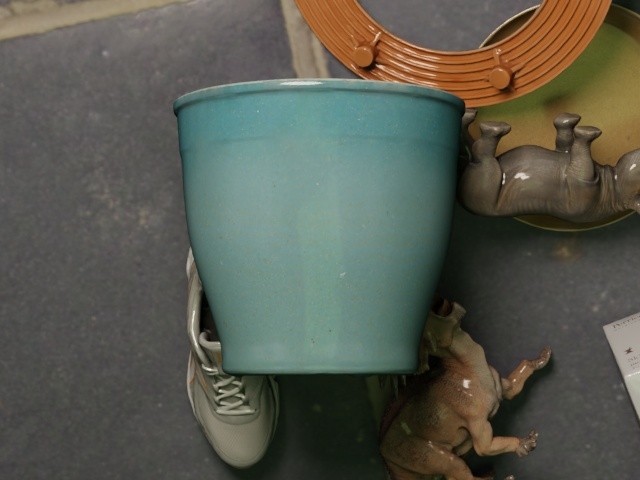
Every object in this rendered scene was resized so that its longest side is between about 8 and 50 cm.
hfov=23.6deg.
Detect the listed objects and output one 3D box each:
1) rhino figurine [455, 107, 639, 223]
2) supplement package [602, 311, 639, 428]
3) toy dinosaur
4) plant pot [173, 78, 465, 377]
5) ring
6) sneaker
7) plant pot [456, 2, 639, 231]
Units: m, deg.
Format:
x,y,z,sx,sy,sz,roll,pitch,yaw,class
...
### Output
x,y,z,sx,sy,sz,roll,pitch,yaw,class
0.243,-0.067,1.501,0.243,0.073,0.106,4,113,-2,rhino figurine
0.450,0.151,1.553,0.262,0.145,0.204,-22,105,7,supplement package
0.114,0.177,1.584,0.200,0.127,0.295,20,110,-5,toy dinosaur
0.000,0.000,1.420,0.272,0.271,0.255,0,86,2,plant pot
0.112,-0.276,1.437,0.337,0.032,0.336,9,119,17,ring
-0.099,0.122,1.572,0.099,0.121,0.262,-6,106,4,sneaker
0.251,-0.127,1.538,0.236,0.032,0.236,0,107,2,plant pot
